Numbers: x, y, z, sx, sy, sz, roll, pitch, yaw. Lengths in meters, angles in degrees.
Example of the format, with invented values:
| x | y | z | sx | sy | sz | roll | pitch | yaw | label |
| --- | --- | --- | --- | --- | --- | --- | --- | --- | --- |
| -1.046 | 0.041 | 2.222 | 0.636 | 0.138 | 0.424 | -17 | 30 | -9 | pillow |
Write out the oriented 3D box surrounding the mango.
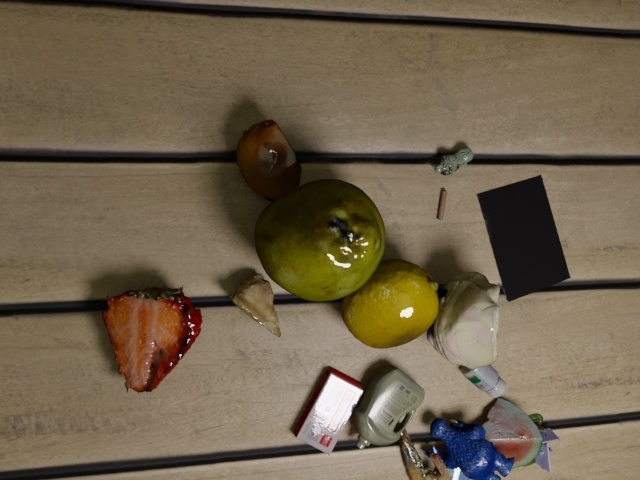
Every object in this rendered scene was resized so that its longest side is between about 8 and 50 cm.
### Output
| x | y | z | sx | sy | sz | roll | pitch | yaw | label |
| --- | --- | --- | --- | --- | --- | --- | --- | --- | --- |
| -0.149 | -0.220 | 1.536 | 0.166 | 0.136 | 0.236 | -30 | 100 | 4 | mango |

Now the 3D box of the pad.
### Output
| x | y | z | sx | sy | sz | roll | pitch | yaw | label |
| --- | --- | --- | --- | --- | --- | --- | --- | --- | --- |
| 0.673 | -0.009 | 1.753 | 0.247 | 0.007 | 0.368 | -17 | 92 | -10 | pad |

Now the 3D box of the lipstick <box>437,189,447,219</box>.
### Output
| x | y | z | sx | sy | sz | roll | pitch | yaw | label |
| --- | --- | --- | --- | --- | --- | --- | --- | --- | --- |
| 0.388 | -0.113 | 1.693 | 0.019 | 0.019 | 0.094 | 10 | 88 | -11 | lipstick |

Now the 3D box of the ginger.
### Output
| x | y | z | sx | sy | sz | roll | pitch | yaw | label |
| --- | --- | --- | --- | --- | --- | --- | --- | --- | --- |
| -0.164 | 0.187 | 1.542 | 0.193 | 0.115 | 0.123 | 49 | 65 | -18 | ginger |

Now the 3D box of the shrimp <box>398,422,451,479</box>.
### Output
| x | y | z | sx | sy | sz | roll | pitch | yaw | label |
| --- | --- | --- | --- | --- | --- | --- | --- | --- | --- |
| 0.313 | 0.672 | 1.620 | 0.052 | 0.143 | 0.251 | -28 | 88 | -52 | shrimp |

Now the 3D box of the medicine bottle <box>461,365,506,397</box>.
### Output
| x | y | z | sx | sy | sz | roll | pitch | yaw | label |
| --- | --- | --- | --- | --- | --- | --- | --- | --- | --- |
| 0.516 | 0.431 | 1.676 | 0.130 | 0.080 | 0.080 | 43 | 82 | -7 | medicine bottle |

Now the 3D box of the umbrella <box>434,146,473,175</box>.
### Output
| x | y | z | sx | sy | sz | roll | pitch | yaw | label |
| --- | --- | --- | --- | --- | --- | --- | --- | --- | --- |
| 0.422 | -0.249 | 1.682 | 0.143 | 0.062 | 0.067 | -25 | 125 | -17 | umbrella |

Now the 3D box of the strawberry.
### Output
| x | y | z | sx | sy | sz | roll | pitch | yaw | label |
| --- | --- | --- | --- | --- | --- | --- | --- | --- | --- |
| -0.435 | 0.254 | 1.467 | 0.253 | 0.150 | 0.280 | -13 | 94 | 10 | strawberry |

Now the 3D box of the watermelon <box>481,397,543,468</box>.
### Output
| x | y | z | sx | sy | sz | roll | pitch | yaw | label |
| --- | --- | --- | --- | --- | --- | --- | --- | --- | --- |
| 0.575 | 0.624 | 1.682 | 0.202 | 0.136 | 0.207 | 12 | 109 | 4 | watermelon |

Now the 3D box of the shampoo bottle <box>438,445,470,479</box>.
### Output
| x | y | z | sx | sy | sz | roll | pitch | yaw | label |
| --- | --- | --- | --- | --- | --- | --- | --- | --- | --- |
| 0.415 | 0.739 | 1.653 | 0.103 | 0.061 | 0.259 | 15 | 83 | 2 | shampoo bottle |

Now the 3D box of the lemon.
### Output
| x | y | z | sx | sy | sz | roll | pitch | yaw | label |
| --- | --- | --- | --- | --- | --- | --- | --- | --- | --- |
| 0.196 | 0.182 | 1.524 | 0.260 | 0.284 | 0.261 | 14 | 63 | -29 | lemon |

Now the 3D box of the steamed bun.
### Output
| x | y | z | sx | sy | sz | roll | pitch | yaw | label |
| --- | --- | --- | --- | --- | --- | --- | --- | --- | --- |
| 0.423 | 0.238 | 1.562 | 0.206 | 0.320 | 0.275 | -1 | 65 | 21 | steamed bun |

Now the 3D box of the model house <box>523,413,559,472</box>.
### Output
| x | y | z | sx | sy | sz | roll | pitch | yaw | label |
| --- | --- | --- | --- | --- | --- | --- | --- | --- | --- |
| 0.697 | 0.655 | 1.702 | 0.117 | 0.088 | 0.167 | -4 | 90 | -12 | model house |

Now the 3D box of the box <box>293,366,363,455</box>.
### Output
| x | y | z | sx | sy | sz | roll | pitch | yaw | label |
| --- | --- | --- | --- | --- | --- | --- | --- | --- | --- |
| 0.026 | 0.510 | 1.595 | 0.123 | 0.050 | 0.229 | 30 | 83 | -11 | box |

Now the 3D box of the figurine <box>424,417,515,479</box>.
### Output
| x | y | z | sx | sy | sz | roll | pitch | yaw | label |
| --- | --- | --- | --- | --- | --- | --- | --- | --- | --- |
| 0.432 | 0.621 | 1.571 | 0.262 | 0.120 | 0.164 | 21 | 89 | 21 | figurine |

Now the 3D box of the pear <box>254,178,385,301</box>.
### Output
| x | y | z | sx | sy | sz | roll | pitch | yaw | label |
| --- | --- | --- | --- | --- | --- | --- | --- | --- | --- |
| 0.000 | 0.000 | 1.431 | 0.351 | 0.413 | 0.352 | -3 | 99 | -21 | pear |

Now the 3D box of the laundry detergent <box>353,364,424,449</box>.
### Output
| x | y | z | sx | sy | sz | roll | pitch | yaw | label |
| --- | --- | --- | --- | --- | --- | --- | --- | --- | --- |
| 0.192 | 0.516 | 1.597 | 0.181 | 0.091 | 0.253 | 41 | 77 | -17 | laundry detergent |
